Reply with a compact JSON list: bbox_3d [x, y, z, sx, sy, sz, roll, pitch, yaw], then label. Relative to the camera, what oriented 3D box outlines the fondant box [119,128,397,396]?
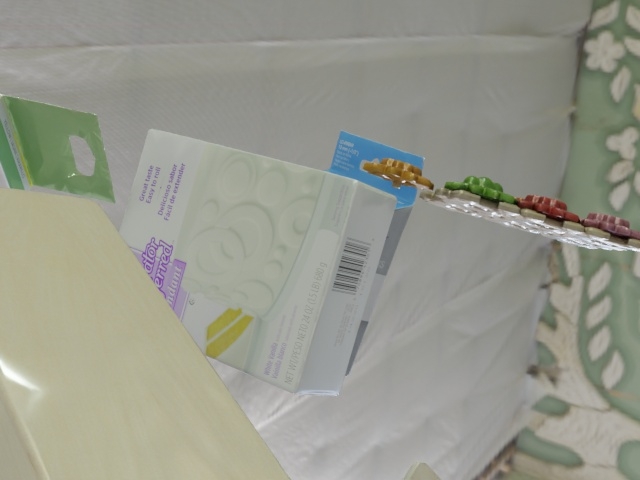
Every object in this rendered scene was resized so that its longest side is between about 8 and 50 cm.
[{"bbox_3d":[-0.097,0.018,1.041,0.096,0.330,0.238,15,-89,-54],"label":"fondant box"}]

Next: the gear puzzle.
[{"bbox_3d":[0.214,-0.051,1.067,0.175,0.338,0.044,-173,98,-83],"label":"gear puzzle"}]

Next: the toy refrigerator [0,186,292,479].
[{"bbox_3d":[-0.102,0.089,0.365,0.102,0.269,0.094,6,-60,-45],"label":"toy refrigerator"}]

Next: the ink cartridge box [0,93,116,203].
[{"bbox_3d":[-0.382,-0.106,1.077,0.171,0.235,0.056,95,-167,-53],"label":"ink cartridge box"}]

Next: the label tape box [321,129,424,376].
[{"bbox_3d":[0.000,0.000,1.363,0.115,0.249,0.348,14,-81,-34],"label":"label tape box"}]

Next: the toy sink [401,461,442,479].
[{"bbox_3d":[0.092,0.449,1.233,0.153,0.131,0.234,50,-127,-12],"label":"toy sink"}]
